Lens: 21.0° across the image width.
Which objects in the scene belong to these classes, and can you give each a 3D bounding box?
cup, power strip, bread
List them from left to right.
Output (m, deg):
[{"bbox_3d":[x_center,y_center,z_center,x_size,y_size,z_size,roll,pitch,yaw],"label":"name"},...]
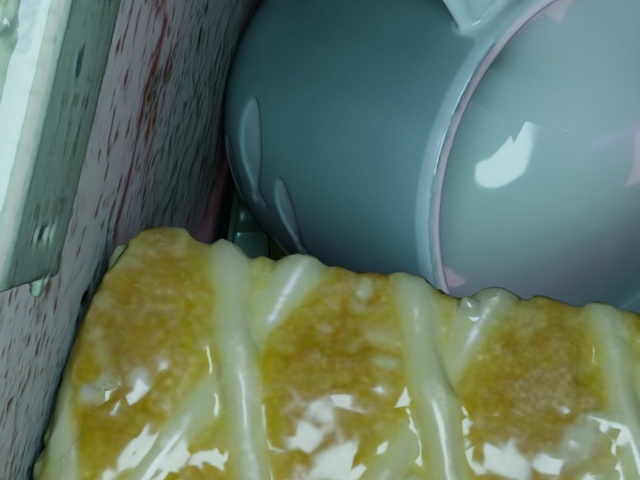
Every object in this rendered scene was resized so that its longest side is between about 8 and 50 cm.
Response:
[{"bbox_3d":[-0.089,-0.076,0.559,0.092,0.034,0.268,-41,145,-84],"label":"power strip"},{"bbox_3d":[0.025,0.223,0.873,0.279,0.371,0.390,88,13,-63],"label":"bread"},{"bbox_3d":[0.067,-0.100,1.074,0.259,0.274,0.357,-45,124,-15],"label":"cup"}]

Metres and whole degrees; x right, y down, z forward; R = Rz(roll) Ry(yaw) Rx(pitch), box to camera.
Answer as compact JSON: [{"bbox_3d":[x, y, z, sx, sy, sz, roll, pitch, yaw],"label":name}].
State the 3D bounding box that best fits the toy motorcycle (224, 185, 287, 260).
[{"bbox_3d":[-0.027,0.111,1.314,0.200,0.191,0.326,118,-30,-72],"label":"toy motorcycle"}]
